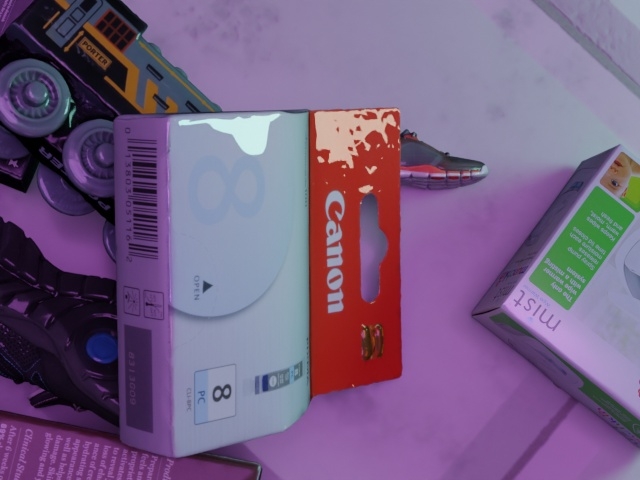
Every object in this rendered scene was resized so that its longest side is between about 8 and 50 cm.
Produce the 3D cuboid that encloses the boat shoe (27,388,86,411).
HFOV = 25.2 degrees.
[{"bbox_3d":[-0.245,0.162,1.514,0.125,0.046,0.038,-13,80,-18],"label":"boat shoe"}]

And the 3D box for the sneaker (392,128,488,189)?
[{"bbox_3d":[0.111,-0.094,1.590,0.158,0.061,0.065,3,76,-9],"label":"sneaker"}]

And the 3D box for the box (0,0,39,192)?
[{"bbox_3d":[-0.349,-0.207,1.514,0.184,0.103,0.261,22,80,-3],"label":"box"}]

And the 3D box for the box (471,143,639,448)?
[{"bbox_3d":[0.342,0.070,1.571,0.262,0.127,0.231,39,78,-3],"label":"box"}]

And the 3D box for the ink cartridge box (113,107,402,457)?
[{"bbox_3d":[-0.026,0.025,1.408,0.385,0.091,0.308,-7,99,-43],"label":"ink cartridge box"}]

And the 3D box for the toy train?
[{"bbox_3d":[-0.198,-0.112,1.425,0.334,0.142,0.190,42,66,-12],"label":"toy train"}]

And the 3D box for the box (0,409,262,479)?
[{"bbox_3d":[-0.266,0.278,1.450,0.381,0.143,0.191,13,81,-5],"label":"box"}]

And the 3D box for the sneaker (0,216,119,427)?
[{"bbox_3d":[-0.258,0.100,1.454,0.341,0.139,0.125,35,51,9],"label":"sneaker"}]
